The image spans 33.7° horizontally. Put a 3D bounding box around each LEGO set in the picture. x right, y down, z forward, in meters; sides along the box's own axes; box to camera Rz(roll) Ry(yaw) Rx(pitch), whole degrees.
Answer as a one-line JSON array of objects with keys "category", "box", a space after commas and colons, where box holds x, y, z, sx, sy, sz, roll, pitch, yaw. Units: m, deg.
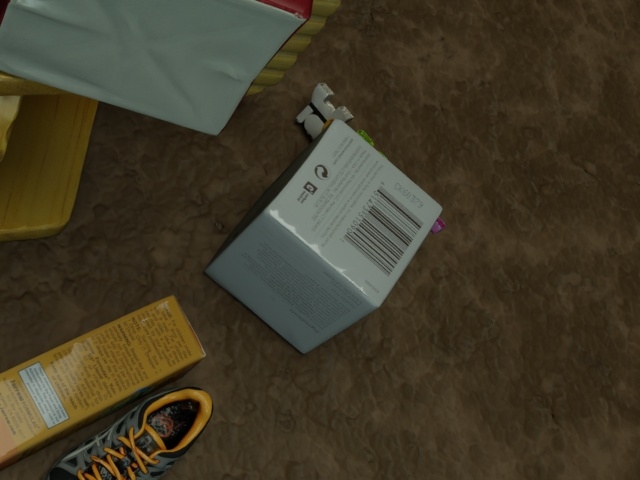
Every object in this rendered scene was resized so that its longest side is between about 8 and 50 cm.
[{"category": "LEGO set", "box": [0.030, -0.069, 1.246, 0.227, 0.093, 0.087, 51, 25, 7]}]

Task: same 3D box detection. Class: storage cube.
[{"category": "storage cube", "box": [-0.118, -0.218, 0.753, 0.215, 0.184, 0.193, 15, 64, -21]}]

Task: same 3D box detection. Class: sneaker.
[{"category": "sneaker", "box": [-0.186, 0.207, 1.007, 0.084, 0.083, 0.215, 48, 58, -2]}]

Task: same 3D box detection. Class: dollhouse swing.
[{"category": "dollhouse swing", "box": [-0.158, -0.137, 1.016, 0.305, 0.347, 0.315, 17, 62, -20]}]

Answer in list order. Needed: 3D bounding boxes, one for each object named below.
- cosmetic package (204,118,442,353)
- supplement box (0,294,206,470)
[{"category": "cosmetic package", "box": [0.000, 0.000, 1.131, 0.151, 0.184, 0.151, 40, 56, -7]}, {"category": "supplement box", "box": [-0.230, 0.138, 1.019, 0.233, 0.078, 0.080, -28, 82, -32]}]
